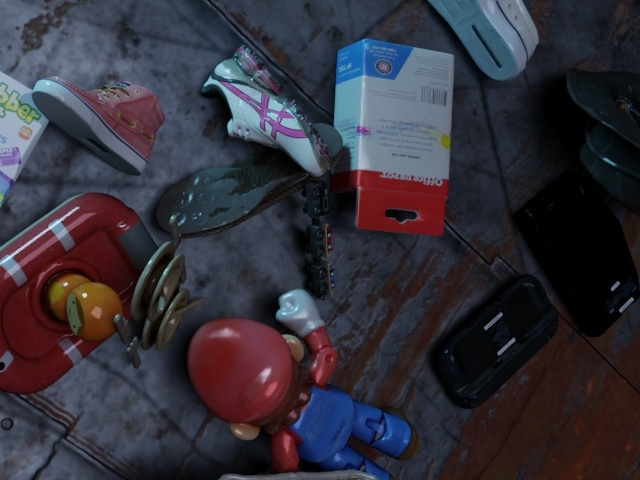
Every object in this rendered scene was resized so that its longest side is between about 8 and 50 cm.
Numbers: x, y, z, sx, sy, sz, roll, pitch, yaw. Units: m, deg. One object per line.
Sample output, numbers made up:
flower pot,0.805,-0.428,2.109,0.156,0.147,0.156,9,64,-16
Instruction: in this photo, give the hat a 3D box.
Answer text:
hat,0.461,-0.110,1.368,0.331,0.331,0.134,10,123,-26

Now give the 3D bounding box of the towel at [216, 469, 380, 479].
towel,-0.084,0.338,1.112,0.282,0.049,0.187,4,128,-27

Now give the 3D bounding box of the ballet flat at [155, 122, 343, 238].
ballet flat,-0.080,-0.064,1.166,0.250,0.058,0.084,-30,70,-22

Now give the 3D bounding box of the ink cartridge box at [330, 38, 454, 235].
ink cartridge box,0.089,-0.124,1.235,0.134,0.078,0.231,5,87,-25

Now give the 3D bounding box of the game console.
game console,0.292,0.077,1.353,0.361,0.044,0.213,-38,104,-22

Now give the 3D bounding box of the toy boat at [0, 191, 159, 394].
toy boat,-0.255,0.063,1.012,0.231,0.151,0.151,-40,122,-21

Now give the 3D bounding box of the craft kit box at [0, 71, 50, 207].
craft kit box,-0.435,-0.094,0.993,0.250,0.061,0.246,30,74,-23

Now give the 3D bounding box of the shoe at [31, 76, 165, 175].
shoe,-0.233,-0.144,1.057,0.178,0.063,0.081,45,62,-55

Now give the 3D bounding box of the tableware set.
tableware set,-0.161,0.066,1.047,0.039,0.194,0.128,24,68,6

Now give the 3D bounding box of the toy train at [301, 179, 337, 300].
toy train,0.000,0.000,1.192,0.036,0.027,0.158,-31,127,-43

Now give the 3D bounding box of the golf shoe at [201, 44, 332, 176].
golf shoe,-0.061,-0.136,1.146,0.086,0.067,0.186,-41,73,2

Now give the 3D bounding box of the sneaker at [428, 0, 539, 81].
sneaker,0.199,-0.334,1.298,0.091,0.094,0.258,-49,114,-38

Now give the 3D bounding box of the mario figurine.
mario figurine,-0.035,0.190,1.171,0.320,0.170,0.198,40,36,-31
